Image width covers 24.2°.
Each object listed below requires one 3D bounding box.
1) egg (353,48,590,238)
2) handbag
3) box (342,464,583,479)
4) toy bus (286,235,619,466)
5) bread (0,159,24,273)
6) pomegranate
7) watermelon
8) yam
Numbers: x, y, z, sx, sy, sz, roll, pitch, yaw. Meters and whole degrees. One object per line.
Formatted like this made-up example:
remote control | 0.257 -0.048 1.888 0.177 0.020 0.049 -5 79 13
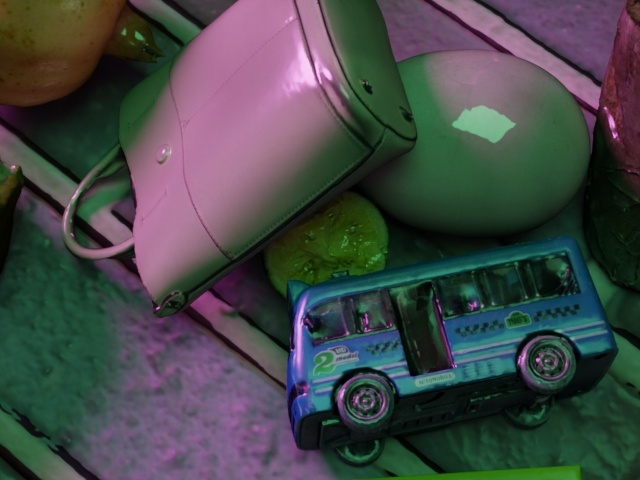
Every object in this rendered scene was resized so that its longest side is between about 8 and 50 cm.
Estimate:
egg | 0.110 -0.078 1.192 0.209 0.151 0.151 8 67 10
handbag | -0.077 -0.072 1.176 0.315 0.109 0.241 -37 45 27
box | 0.118 0.333 1.073 0.187 0.047 0.335 -3 66 -3
toy bus | 0.091 0.082 1.143 0.246 0.113 0.134 -11 68 -6
bread | -0.426 -0.044 1.177 0.382 0.129 0.366 0 66 -2
pomegranate | -0.248 -0.212 1.211 0.207 0.207 0.207 0 67 -1
watermelon | 0.000 0.000 1.196 0.105 0.105 0.062 -15 26 -8
yam | 0.285 -0.092 1.174 0.154 0.254 0.154 -2 44 2
